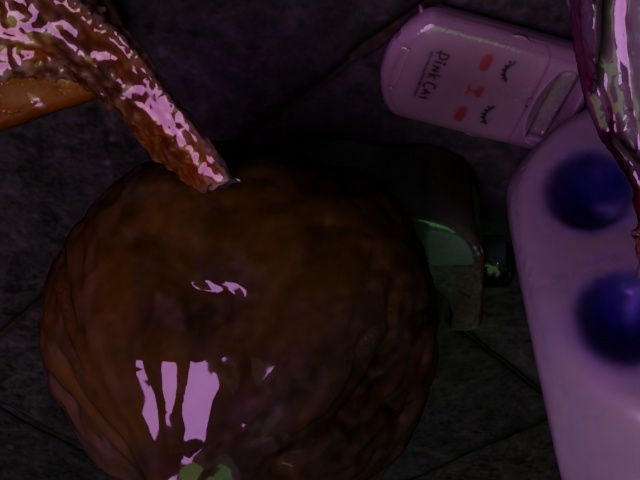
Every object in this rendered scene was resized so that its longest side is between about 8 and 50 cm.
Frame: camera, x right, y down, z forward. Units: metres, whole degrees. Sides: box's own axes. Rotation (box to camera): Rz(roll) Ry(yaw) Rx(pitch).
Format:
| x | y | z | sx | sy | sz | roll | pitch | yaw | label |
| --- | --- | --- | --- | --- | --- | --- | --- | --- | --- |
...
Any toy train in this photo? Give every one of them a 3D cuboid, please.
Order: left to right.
| x | y | z | sx | sy | sz | roll | pitch | yaw | label |
| --- | --- | --- | --- | --- | --- | --- | --- | --- | --- |
| 0.000 | 0.000 | 0.838 | 0.326 | 0.129 | 0.159 | -1 | 129 | 8 | toy train |

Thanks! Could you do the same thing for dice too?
| x | y | z | sx | sy | sz | roll | pitch | yaw | label |
| --- | --- | --- | --- | --- | --- | --- | --- | --- | --- |
| 0.301 | 0.083 | 0.742 | 0.277 | 0.304 | 0.304 | -10 | 141 | 12 | dice |

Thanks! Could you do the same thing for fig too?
| x | y | z | sx | sy | sz | roll | pitch | yaw | label |
| --- | --- | --- | --- | --- | --- | --- | --- | --- | --- |
| -0.060 | 0.119 | 0.637 | 0.286 | 0.369 | 0.286 | 3 | 132 | 4 | fig |

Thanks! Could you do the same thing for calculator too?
| x | y | z | sx | sy | sz | roll | pitch | yaw | label |
| --- | --- | --- | --- | --- | --- | --- | --- | --- | --- |
| 0.133 | -0.124 | 0.762 | 0.175 | 0.032 | 0.100 | 13 | 135 | -8 | calculator |

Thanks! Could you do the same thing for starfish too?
| x | y | z | sx | sy | sz | roll | pitch | yaw | label |
| --- | --- | --- | --- | --- | --- | --- | --- | --- | --- |
| -0.264 | -0.203 | 0.600 | 0.398 | 0.132 | 0.384 | -1 | 102 | 29 | starfish |

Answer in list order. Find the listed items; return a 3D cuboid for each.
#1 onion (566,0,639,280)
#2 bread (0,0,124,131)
| x | y | z | sx | sy | sz | roll | pitch | yaw | label |
| --- | --- | --- | --- | --- | --- | --- | --- | --- | --- |
| 0.256 | -0.137 | 0.600 | 0.267 | 0.159 | 0.349 | 22 | 108 | -4 | onion |
| -0.248 | -0.147 | 0.746 | 0.200 | 0.077 | 0.116 | -16 | 132 | 23 | bread |
